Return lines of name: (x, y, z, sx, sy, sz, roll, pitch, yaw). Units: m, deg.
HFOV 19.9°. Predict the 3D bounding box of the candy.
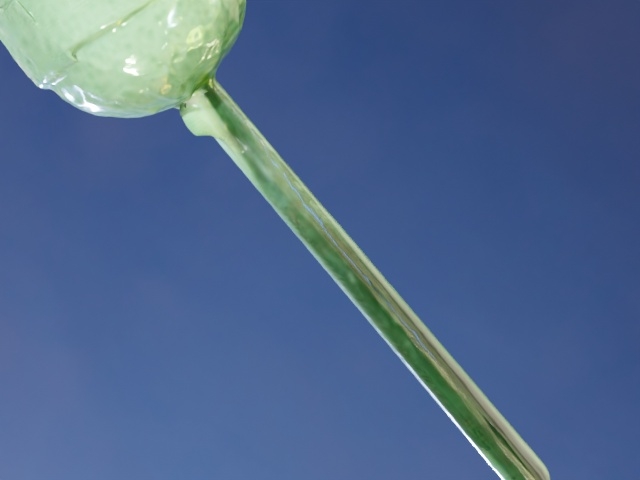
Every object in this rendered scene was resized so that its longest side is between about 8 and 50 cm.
candy: (0.000, 0.000, 0.858, 0.440, 0.119, 0.119, 51, -37, -11)
